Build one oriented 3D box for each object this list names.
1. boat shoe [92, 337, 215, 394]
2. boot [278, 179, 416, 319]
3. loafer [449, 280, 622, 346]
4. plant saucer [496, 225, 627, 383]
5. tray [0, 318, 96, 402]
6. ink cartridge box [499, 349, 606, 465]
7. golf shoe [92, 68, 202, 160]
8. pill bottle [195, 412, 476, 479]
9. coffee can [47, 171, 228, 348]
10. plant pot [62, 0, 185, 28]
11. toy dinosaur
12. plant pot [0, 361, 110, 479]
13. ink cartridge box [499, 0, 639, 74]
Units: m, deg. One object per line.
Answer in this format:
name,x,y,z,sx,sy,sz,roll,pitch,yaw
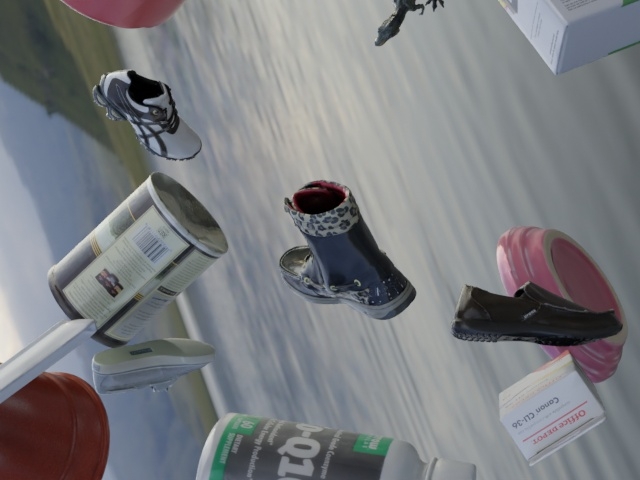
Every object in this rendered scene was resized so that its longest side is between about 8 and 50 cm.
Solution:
boat shoe,-0.299,0.230,2.052,0.079,0.227,0.081,40,130,54
boot,0.002,-0.001,1.434,0.236,0.085,0.179,16,145,51
loafer,0.272,0.087,1.431,0.080,0.220,0.078,127,145,-74
plant saucer,0.464,0.104,2.137,0.332,0.084,0.332,36,-146,-29
tray,-0.380,0.173,1.346,0.030,0.270,0.145,52,167,2
ink cartridge box,0.290,0.209,1.444,0.067,0.115,0.198,55,-171,1
golf shoe,-0.247,-0.189,1.739,0.198,0.094,0.077,33,-124,-32
pill bottle,0.023,0.362,1.570,0.204,0.361,0.204,7,-90,-78
coffee can,-0.336,0.037,2.120,0.201,0.275,0.201,46,-168,-13
plant pot,-0.214,-0.403,1.352,0.243,0.275,0.275,-52,51,40
toy dinosaur,0.161,-0.441,1.878,0.118,0.064,0.268,-1,-73,-58
plant pot,-0.504,0.292,1.710,0.265,0.272,0.272,40,-158,-55
ink cartridge box,0.381,-0.415,1.757,0.117,0.201,0.278,88,157,-57
